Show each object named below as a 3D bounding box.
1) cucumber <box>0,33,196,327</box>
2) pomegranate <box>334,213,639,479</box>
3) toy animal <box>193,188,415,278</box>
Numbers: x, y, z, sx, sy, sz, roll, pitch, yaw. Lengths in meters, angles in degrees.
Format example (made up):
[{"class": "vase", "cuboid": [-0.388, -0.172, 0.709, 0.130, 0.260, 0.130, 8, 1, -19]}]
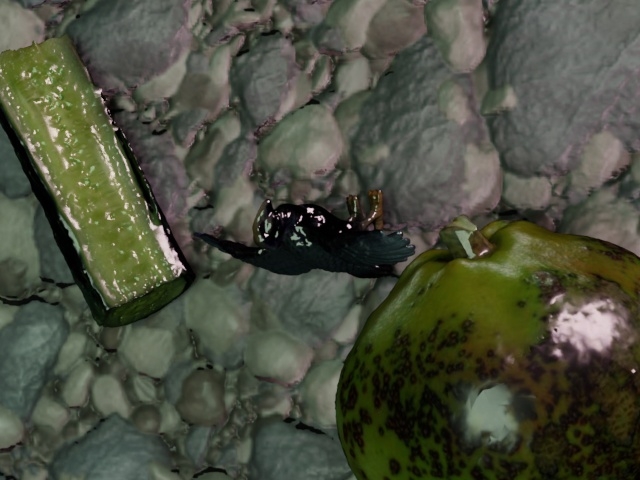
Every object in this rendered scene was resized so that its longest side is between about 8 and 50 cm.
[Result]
[{"class": "cucumber", "cuboid": [-0.171, -0.044, 1.339, 0.078, 0.062, 0.211, -25, 77, -17]}, {"class": "pomegranate", "cuboid": [0.140, 0.116, 1.199, 0.222, 0.276, 0.204, -16, 48, 22]}, {"class": "toy animal", "cuboid": [0.000, 0.000, 1.263, 0.220, 0.108, 0.062, -2, 94, 48]}]
